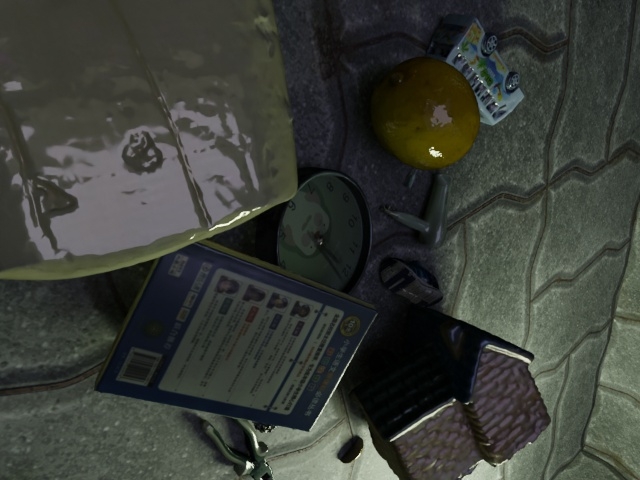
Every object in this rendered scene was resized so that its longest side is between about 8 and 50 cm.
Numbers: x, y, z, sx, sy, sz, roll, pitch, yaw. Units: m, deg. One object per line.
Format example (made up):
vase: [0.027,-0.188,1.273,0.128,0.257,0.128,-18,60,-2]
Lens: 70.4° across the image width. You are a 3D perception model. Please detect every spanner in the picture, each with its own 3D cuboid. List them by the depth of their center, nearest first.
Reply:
spanner: [-0.181,0.508,1.098,0.096,0.040,0.324,-37,125,-22]

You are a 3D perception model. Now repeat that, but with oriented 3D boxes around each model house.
model house: [0.311,0.392,1.277,0.446,0.395,0.399,-30,111,-11]

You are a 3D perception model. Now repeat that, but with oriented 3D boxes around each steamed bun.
steamed bun: [-0.272,-0.171,0.604,0.456,0.290,0.370,-17,105,-27]

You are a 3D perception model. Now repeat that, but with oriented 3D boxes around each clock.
clock: [0.000,-0.001,0.995,0.319,0.066,0.318,-9,103,-47]

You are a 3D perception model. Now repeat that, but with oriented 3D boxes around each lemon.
lemon: [0.233,-0.279,1.016,0.236,0.236,0.263,-42,134,-20]

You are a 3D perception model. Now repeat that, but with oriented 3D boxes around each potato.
potato: [0.107,0.654,1.389,0.093,0.037,0.036,-42,132,-20]

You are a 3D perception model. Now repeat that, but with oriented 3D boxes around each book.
book: [-0.127,0.185,0.815,0.428,0.039,0.299,25,98,-29]

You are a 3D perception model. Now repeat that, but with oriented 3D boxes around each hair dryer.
hair dryer: [0.257,-0.092,1.229,0.237,0.075,0.206,6,95,-32]

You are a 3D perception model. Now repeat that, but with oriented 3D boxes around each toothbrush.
toothbrush: [0.272,-0.243,1.200,0.016,0.019,0.219,21,92,-44]

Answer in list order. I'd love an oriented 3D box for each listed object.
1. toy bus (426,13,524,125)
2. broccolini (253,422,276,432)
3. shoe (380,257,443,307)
toy bus: [0.411,-0.434,1.187,0.330,0.109,0.135,29,97,-42]
broccolini: [-0.160,0.365,1.030,0.068,0.091,0.202,-24,125,9]
shoe: [0.254,0.104,1.272,0.207,0.106,0.091,31,129,-25]
